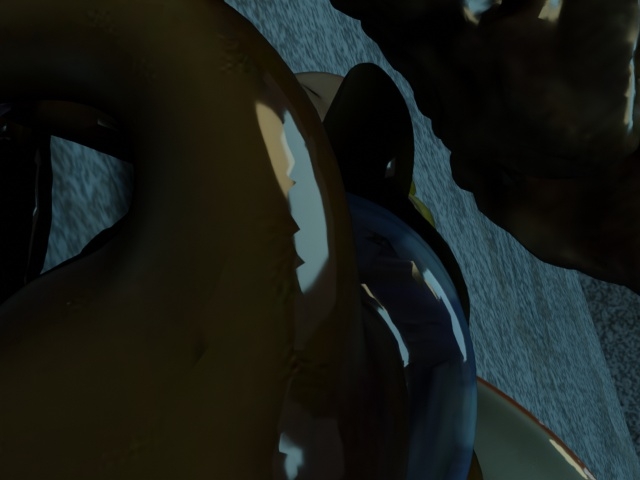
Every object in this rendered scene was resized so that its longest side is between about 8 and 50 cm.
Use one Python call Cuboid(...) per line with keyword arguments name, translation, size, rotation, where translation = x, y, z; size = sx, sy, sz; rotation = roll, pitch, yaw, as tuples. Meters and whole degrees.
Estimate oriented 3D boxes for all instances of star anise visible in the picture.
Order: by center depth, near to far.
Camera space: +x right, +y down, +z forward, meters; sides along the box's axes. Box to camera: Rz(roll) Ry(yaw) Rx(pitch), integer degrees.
Cuboid(name="star anise", translation=(0.038, -0.123, 0.610), size=(0.315, 0.108, 0.315), rotation=(49, 13, -16))

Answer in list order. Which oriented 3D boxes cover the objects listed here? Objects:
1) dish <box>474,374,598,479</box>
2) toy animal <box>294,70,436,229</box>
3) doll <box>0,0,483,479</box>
Cuboid(name="dish", translation=(0.031, 0.175, 0.782), size=(0.085, 0.260, 0.260), rotation=(-37, 113, -40))
Cuboid(name="toy animal", translation=(-0.002, -0.001, 0.953), size=(0.248, 0.149, 0.165), rotation=(47, 12, -44))
Cuboid(name="doll", translation=(-0.056, 0.045, 0.571), size=(0.340, 0.209, 0.317), rotation=(-31, 101, -78))
